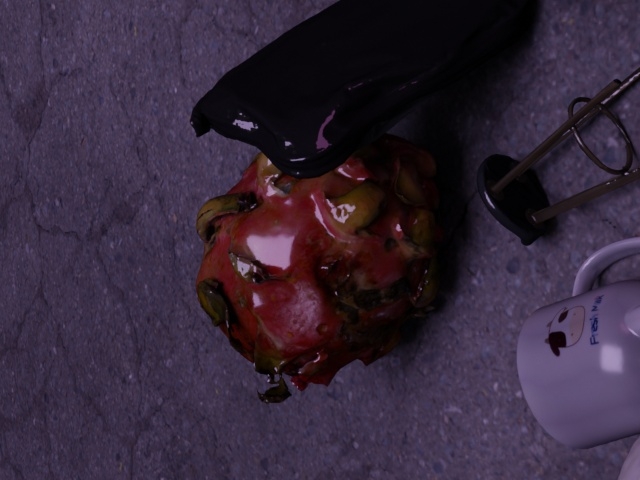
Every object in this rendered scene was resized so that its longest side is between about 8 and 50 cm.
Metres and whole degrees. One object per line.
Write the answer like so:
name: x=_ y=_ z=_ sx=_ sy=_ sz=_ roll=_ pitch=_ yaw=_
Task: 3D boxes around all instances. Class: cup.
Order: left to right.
cup: x=0.278 y=0.091 z=1.054 sx=0.142 sy=0.173 sz=0.134 roll=-28 pitch=102 yaw=46

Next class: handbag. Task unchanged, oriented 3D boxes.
handbag: x=0.041 y=-0.174 z=1.181 sx=0.192 sy=0.332 sz=0.075 roll=34 pitch=153 yaw=43

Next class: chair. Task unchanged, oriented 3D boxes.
chair: x=0.226 y=-0.078 z=1.107 sx=0.221 sy=0.095 sz=0.104 roll=-41 pitch=50 yaw=44

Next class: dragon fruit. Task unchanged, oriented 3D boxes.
dragon fruit: x=0.000 y=0.000 z=1.266 sx=0.250 sy=0.269 sz=0.291 roll=51 pitch=132 yaw=22

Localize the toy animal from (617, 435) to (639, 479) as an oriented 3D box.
toy animal: x=0.305 y=0.251 z=0.931 sx=0.206 sy=0.272 sz=0.264 roll=4 pitch=83 yaw=45
